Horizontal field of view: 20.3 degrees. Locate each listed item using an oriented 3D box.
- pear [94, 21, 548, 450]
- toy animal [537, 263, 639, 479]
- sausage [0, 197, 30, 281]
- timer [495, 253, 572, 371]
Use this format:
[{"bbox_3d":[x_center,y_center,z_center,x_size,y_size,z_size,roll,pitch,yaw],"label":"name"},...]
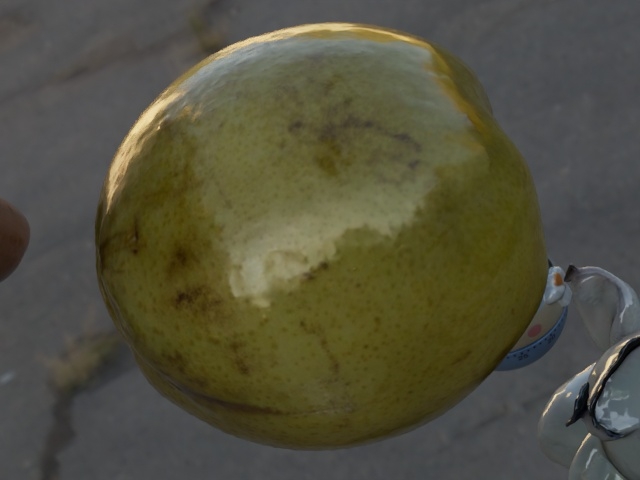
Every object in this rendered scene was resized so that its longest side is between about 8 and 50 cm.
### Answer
[{"bbox_3d":[0.000,0.000,1.228,0.314,0.314,0.314,-21,27,11],"label":"pear"},{"bbox_3d":[0.286,0.147,1.524,0.183,0.247,0.310,14,-3,1],"label":"toy animal"},{"bbox_3d":[-0.316,-0.021,1.395,0.086,0.086,0.289,-21,-16,11],"label":"sausage"},{"bbox_3d":[0.211,0.040,2.020,0.175,0.255,0.175,4,50,-5],"label":"timer"}]
